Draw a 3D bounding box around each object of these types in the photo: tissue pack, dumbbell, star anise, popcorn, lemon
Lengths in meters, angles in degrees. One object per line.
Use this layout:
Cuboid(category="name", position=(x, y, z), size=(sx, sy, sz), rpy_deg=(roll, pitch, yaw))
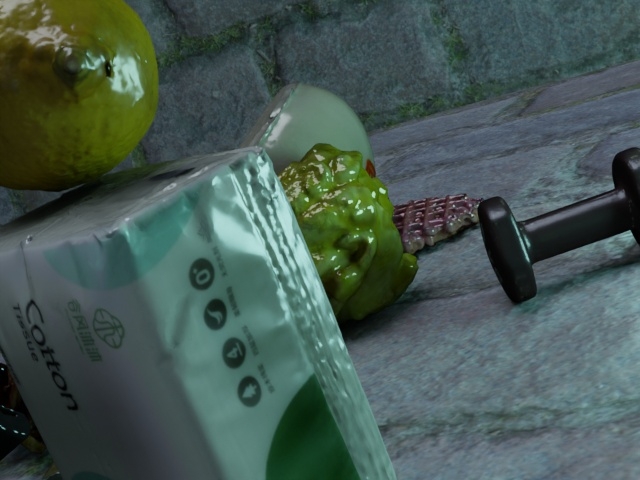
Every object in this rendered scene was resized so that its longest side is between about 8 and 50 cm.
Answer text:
Cuboid(category="tissue pack", position=(-0.111, 0.123, 0.875), size=(0.266, 0.356, 0.194), rpy_deg=(-5, 22, 48))
Cuboid(category="dumbbell", position=(0.316, -0.018, 1.320), size=(0.225, 0.140, 0.124), rpy_deg=(-20, -12, 3))
Cuboid(category="star anise", position=(-0.381, 0.216, 1.414), size=(0.220, 0.125, 0.190), rpy_deg=(-1, 7, -35))
Cuboid(category="popcorn", position=(0.000, 0.000, 1.472), size=(0.235, 0.250, 0.242), rpy_deg=(-4, 20, 27))
Cuboid(category="lemon", position=(-0.229, -0.134, 0.888), size=(0.188, 0.188, 0.257), rpy_deg=(-23, 10, -16))

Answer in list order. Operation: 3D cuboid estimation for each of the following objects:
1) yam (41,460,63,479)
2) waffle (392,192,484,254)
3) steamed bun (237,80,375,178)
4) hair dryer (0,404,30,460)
Cuboid(category="yam", position=(-0.259, 0.249, 1.204), size=(0.078, 0.078, 0.179), rpy_deg=(-18, 12, 10))
Cuboid(category="waffle", position=(0.152, -0.026, 1.796), size=(0.221, 0.055, 0.234), rpy_deg=(-26, 13, -29))
Cuboid(category="steamed bun", position=(-0.050, -0.061, 1.738), size=(0.374, 0.241, 0.374), rpy_deg=(-52, 8, 11))
Cuboid(category="hair dryer", position=(-0.441, 0.299, 1.106), size=(0.244, 0.116, 0.302), rpy_deg=(-40, 23, 21))
